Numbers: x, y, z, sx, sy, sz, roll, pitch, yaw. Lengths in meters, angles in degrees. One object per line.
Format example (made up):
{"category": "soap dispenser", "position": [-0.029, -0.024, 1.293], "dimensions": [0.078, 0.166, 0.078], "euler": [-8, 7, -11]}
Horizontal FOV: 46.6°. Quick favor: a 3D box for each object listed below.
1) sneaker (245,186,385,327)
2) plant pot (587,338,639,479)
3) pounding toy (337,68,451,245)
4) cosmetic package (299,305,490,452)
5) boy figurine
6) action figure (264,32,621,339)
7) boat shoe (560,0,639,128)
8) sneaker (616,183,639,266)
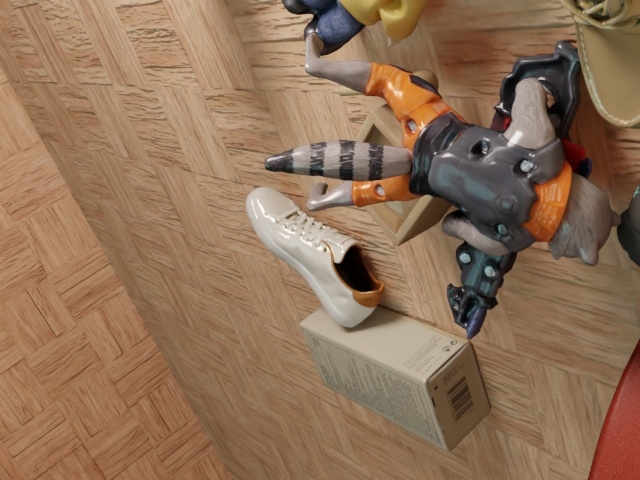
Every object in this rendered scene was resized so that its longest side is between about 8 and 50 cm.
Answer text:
{"category": "sneaker", "position": [0.000, 0.000, 1.233], "dimensions": [0.290, 0.106, 0.123], "euler": [47, 135, 8]}
{"category": "plant pot", "position": [0.412, 0.246, 0.687], "dimensions": [0.267, 0.236, 0.267], "euler": [-8, 115, 60]}
{"category": "pounding toy", "position": [0.106, -0.131, 0.901], "dimensions": [0.181, 0.094, 0.206], "euler": [51, 144, 16]}
{"category": "cosmetic package", "position": [0.118, 0.212, 1.255], "dimensions": [0.309, 0.113, 0.160], "euler": [19, 137, 49]}
{"category": "boy figurine", "position": [0.055, -0.297, 0.778], "dimensions": [0.177, 0.092, 0.285], "euler": [58, 152, -8]}
{"category": "action figure", "position": [0.125, -0.033, 0.753], "dimensions": [0.330, 0.178, 0.341], "euler": [17, 118, 23]}
{"category": "boat shoe", "position": [0.229, -0.214, 0.586], "dimensions": [0.109, 0.098, 0.302], "euler": [24, 141, 45]}
{"category": "sneaker", "position": [0.361, 0.022, 0.620], "dimensions": [0.267, 0.101, 0.106], "euler": [50, 144, 43]}
